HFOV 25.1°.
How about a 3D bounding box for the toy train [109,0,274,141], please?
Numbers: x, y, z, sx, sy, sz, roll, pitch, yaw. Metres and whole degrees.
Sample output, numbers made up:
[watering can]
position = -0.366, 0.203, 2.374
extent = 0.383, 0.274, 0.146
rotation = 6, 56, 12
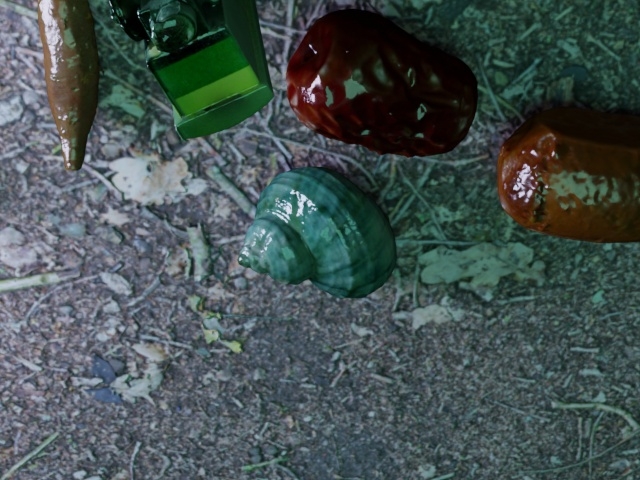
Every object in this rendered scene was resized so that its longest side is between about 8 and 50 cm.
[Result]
[toy train]
position = -0.142, -0.260, 1.519
extent = 0.120, 0.301, 0.202
rotation = -23, 130, 9

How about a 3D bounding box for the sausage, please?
[sausage]
position = 0.348, -0.076, 1.747
extent = 0.268, 0.153, 0.141
rotation = 4, 122, -7

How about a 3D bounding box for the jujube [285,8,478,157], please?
[jujube]
position = 0.075, -0.177, 1.671
extent = 0.230, 0.155, 0.155
rotation = 16, 120, -20

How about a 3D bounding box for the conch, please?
[conch]
position = -0.003, 0.001, 1.783
extent = 0.202, 0.134, 0.196
rotation = 1, 121, -5

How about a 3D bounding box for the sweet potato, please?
[sweet potato]
position = -0.288, -0.231, 1.660
extent = 0.072, 0.066, 0.314
rotation = -4, 120, -9
